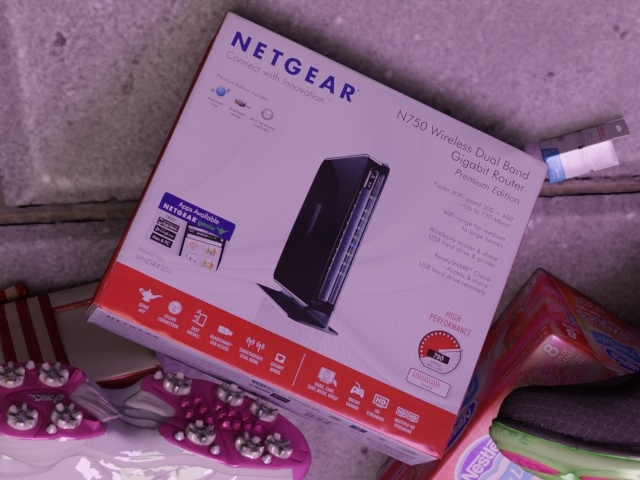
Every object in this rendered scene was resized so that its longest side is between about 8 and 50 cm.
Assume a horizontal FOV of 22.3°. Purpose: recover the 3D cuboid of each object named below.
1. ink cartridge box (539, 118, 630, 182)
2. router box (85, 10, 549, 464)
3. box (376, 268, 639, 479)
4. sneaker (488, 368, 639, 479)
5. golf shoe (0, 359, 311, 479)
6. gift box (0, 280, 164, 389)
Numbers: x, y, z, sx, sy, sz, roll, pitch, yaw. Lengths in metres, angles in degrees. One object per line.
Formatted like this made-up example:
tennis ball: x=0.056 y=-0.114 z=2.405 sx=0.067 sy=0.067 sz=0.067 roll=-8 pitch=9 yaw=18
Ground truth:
ink cartridge box: x=0.252 y=-0.085 z=1.530 sx=0.083 sy=0.048 sz=0.028 roll=-15 pitch=112 yaw=10
router box: x=0.000 y=0.000 z=1.470 sx=0.336 sy=0.082 sz=0.301 roll=24 pitch=73 yaw=-8
box: x=0.190 y=0.202 z=1.602 sx=0.142 sy=0.154 sz=0.300 roll=31 pitch=112 yaw=-11
sneaker: x=0.384 y=0.114 z=1.421 sx=0.483 sy=0.185 sz=0.202 roll=-12 pitch=72 yaw=8
golf shoe: x=-0.163 y=0.188 z=1.403 sx=0.306 sy=0.115 sz=0.140 roll=10 pitch=121 yaw=-18
gift box: x=-0.240 y=0.195 z=1.570 sx=0.276 sy=0.258 sz=0.255 roll=-10 pitch=112 yaw=-15
